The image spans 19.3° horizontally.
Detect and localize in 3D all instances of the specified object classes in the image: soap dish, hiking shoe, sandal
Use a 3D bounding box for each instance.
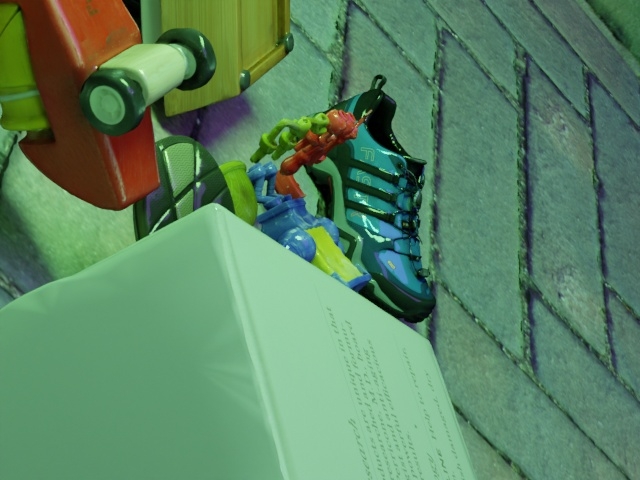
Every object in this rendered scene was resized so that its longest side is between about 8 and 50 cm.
[{"bbox_3d":[-0.113,-0.308,2.136,0.229,0.118,0.291,-48,141,-62],"label":"soap dish"},{"bbox_3d":[0.079,-0.047,2.329,0.113,0.132,0.304,2,60,-61],"label":"hiking shoe"},{"bbox_3d":[-0.144,0.051,1.814,0.120,0.086,0.303,-14,104,-48],"label":"sandal"}]

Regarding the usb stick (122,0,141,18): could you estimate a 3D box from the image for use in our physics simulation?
[{"bbox_3d":[-0.259,-0.311,2.116,0.278,0.045,0.077,23,35,-50],"label":"usb stick"}]

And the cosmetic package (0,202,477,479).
[{"bbox_3d":[-0.082,0.230,1.441,0.393,0.329,0.327,33,35,-57],"label":"cosmetic package"}]

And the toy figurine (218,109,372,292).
[{"bbox_3d":[0.000,0.000,2.005,0.217,0.191,0.362,58,13,4],"label":"toy figurine"}]

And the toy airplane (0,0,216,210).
[{"bbox_3d":[-0.300,-0.240,1.693,0.386,0.272,0.384,25,54,-41],"label":"toy airplane"}]
